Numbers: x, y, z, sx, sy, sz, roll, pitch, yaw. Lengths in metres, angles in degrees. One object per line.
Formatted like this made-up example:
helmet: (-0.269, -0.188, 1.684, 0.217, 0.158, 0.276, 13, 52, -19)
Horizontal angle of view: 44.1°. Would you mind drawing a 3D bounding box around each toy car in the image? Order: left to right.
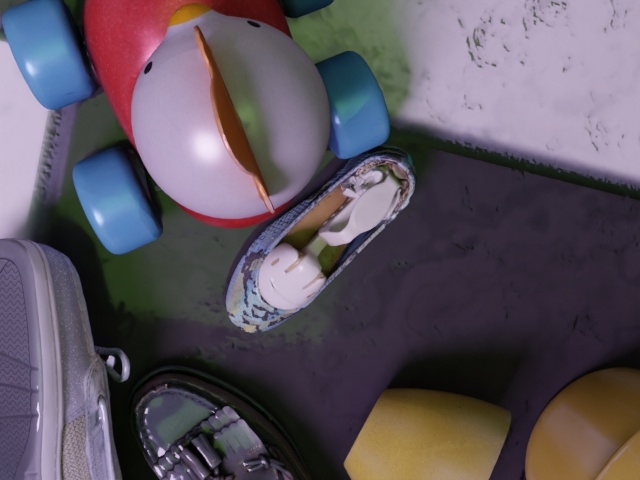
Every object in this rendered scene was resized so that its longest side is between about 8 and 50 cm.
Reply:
toy car: (-0.064, -0.096, 0.473, 0.219, 0.238, 0.210, -23, 104, -6)

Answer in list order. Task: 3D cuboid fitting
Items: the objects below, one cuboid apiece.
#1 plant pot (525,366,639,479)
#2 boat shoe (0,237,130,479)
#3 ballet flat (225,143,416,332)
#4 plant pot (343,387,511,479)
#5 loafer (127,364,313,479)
plant pot: (0.280, 0.211, 0.600, 0.253, 0.239, 0.254, -2, 102, -10)
boat shoe: (-0.191, 0.152, 0.574, 0.118, 0.103, 0.321, 1, 101, 35)
ballet flat: (0.000, 0.000, 0.595, 0.070, 0.070, 0.188, 41, 91, -15)
plant pot: (0.075, 0.169, 0.620, 0.095, 0.134, 0.134, 29, 95, 9)
loafer: (-0.045, 0.207, 0.615, 0.096, 0.084, 0.267, -40, 105, -1)
